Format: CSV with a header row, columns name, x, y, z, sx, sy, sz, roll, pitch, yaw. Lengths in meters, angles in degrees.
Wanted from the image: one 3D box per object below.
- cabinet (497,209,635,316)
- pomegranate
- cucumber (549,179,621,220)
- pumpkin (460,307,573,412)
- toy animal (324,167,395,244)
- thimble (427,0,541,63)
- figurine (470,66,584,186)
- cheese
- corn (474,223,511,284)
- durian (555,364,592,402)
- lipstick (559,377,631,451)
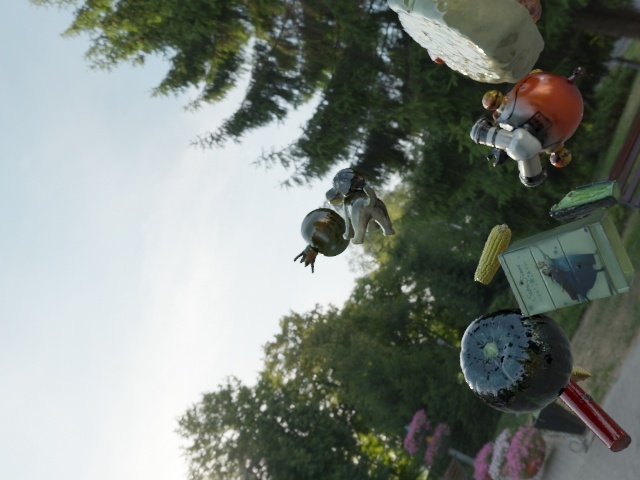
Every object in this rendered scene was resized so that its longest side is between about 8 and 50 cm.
name,x,y,z,sx,sy,sz,roll,pitch,yaw
cabinet,0.516,0.049,1.041,0.150,0.206,0.145,-20,-94,-52
pomegranate,0.000,0.000,1.704,0.224,0.181,0.181,-56,-20,-3
cucumber,0.842,-0.120,1.563,0.115,0.086,0.193,-45,9,-34
pumpkin,0.558,0.337,1.402,0.315,0.238,0.315,-47,25,30
toy animal,0.092,-0.082,1.223,0.233,0.121,0.169,-127,25,-65
thimble,0.446,-0.683,1.449,0.350,0.350,0.231,-27,-84,-62
figurine,0.624,-0.349,1.432,0.323,0.320,0.196,-53,4,-13
cheese,0.290,-0.440,1.013,0.115,0.326,0.318,-56,11,12
corn,0.550,0.044,1.581,0.067,0.067,0.206,-20,-50,-65
durian,0.903,0.556,2.006,0.196,0.305,0.185,-68,-8,25
lipstick,0.771,0.487,1.444,0.280,0.073,0.073,-122,41,-58
